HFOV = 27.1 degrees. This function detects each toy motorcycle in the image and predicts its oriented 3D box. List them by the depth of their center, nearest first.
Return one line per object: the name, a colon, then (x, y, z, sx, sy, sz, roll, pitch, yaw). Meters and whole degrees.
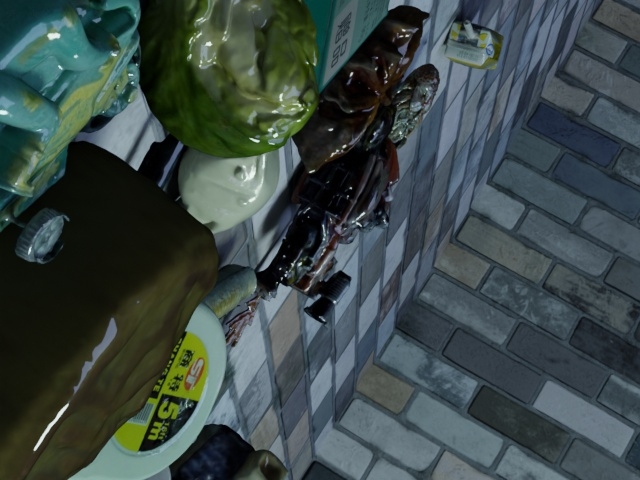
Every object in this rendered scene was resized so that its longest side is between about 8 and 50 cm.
toy motorcycle: (-0.192, -0.093, 0.850, 0.296, 0.109, 0.198, -52, 164, -43)
toy motorcycle: (0.000, 0.000, 1.817, 0.401, 0.134, 0.207, -60, 162, -7)

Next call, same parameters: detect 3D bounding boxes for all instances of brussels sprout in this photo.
brussels sprout: (-0.083, -0.155, 1.082, 0.131, 0.145, 0.183, -28, 110, -24)

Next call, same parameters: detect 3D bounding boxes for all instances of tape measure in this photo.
tape measure: (-0.168, 0.070, 1.300, 0.215, 0.098, 0.351, 21, 94, -56)

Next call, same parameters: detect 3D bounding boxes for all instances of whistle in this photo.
whistle: (-0.162, 0.088, 1.524, 0.326, 0.057, 0.068, -31, 144, -66)

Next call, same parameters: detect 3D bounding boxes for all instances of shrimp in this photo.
shrimp: (0.121, -0.186, 2.027, 0.190, 0.075, 0.073, -50, -159, 2)

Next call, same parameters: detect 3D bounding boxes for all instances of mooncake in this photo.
mooncake: (-0.204, 0.074, 1.028, 0.284, 0.155, 0.284, -53, 174, -8)

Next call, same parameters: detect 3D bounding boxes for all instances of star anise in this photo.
star anise: (0.043, -0.194, 1.631, 0.214, 0.099, 0.220, -51, 180, 33)

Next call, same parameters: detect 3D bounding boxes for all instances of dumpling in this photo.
dumpling: (-0.084, -0.086, 1.343, 0.134, 0.100, 0.169, -69, 180, -45)

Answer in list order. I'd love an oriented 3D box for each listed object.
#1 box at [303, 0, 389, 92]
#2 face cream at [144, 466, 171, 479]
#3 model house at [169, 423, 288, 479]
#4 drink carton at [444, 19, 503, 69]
box: (0.012, -0.280, 1.283, 0.153, 0.092, 0.245, -51, 164, -33)
face cream: (-0.228, 0.264, 1.483, 0.117, 0.117, 0.104, -56, -156, -19)
model house: (-0.157, 0.378, 1.611, 0.284, 0.243, 0.298, -42, -173, 29)
drink carton: (0.253, -0.325, 2.208, 0.200, 0.084, 0.074, -18, 126, -72)
